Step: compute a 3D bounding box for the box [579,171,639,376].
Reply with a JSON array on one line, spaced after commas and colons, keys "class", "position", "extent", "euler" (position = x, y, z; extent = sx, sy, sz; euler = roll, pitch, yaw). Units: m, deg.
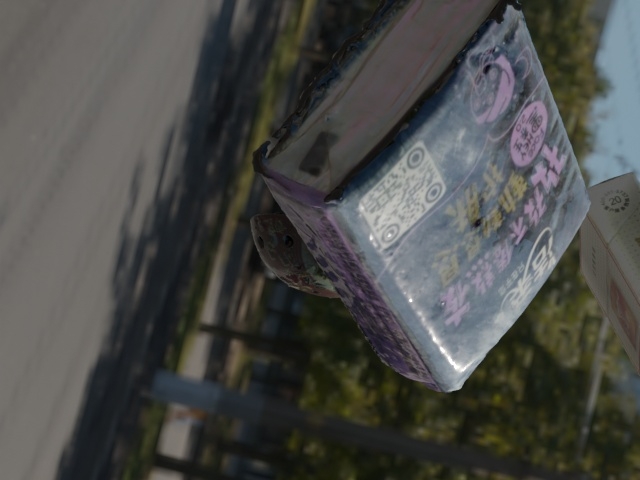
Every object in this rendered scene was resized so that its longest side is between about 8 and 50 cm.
[{"class": "box", "position": [0.466, 0.096, 2.272], "extent": [0.210, 0.095, 0.330], "euler": [76, -7, -57]}]

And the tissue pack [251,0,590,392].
[{"class": "tissue pack", "position": [0.109, -0.045, 1.468], "extent": [0.259, 0.122, 0.361], "euler": [-51, 146, -12]}]

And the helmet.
[{"class": "helmet", "position": [0.006, 0.015, 1.905], "extent": [0.177, 0.153, 0.107], "euler": [-6, 95, -43]}]
